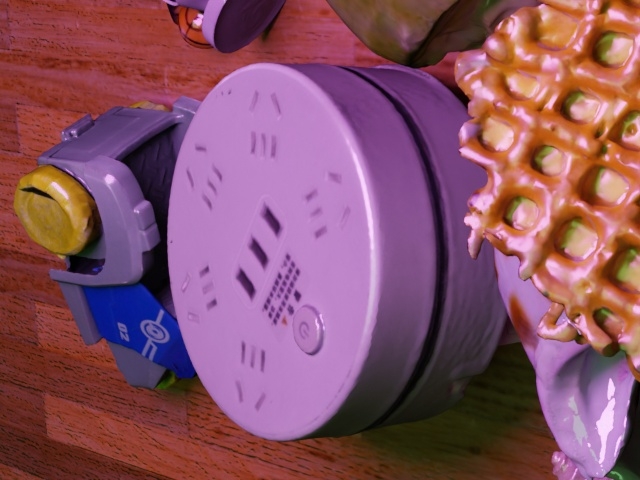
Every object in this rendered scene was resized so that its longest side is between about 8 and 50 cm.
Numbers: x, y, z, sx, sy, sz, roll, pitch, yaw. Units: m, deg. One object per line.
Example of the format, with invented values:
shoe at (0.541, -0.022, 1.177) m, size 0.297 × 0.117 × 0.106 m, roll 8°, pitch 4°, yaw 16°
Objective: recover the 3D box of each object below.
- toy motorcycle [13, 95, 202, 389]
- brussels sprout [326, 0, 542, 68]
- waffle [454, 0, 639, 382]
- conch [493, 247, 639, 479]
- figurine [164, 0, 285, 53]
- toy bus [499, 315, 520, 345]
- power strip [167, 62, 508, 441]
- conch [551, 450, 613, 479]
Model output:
toy motorcycle at (-0.164, 0.026, 1.414) m, size 0.200 × 0.191 × 0.326 m, roll 6°, pitch 123°, yaw 33°
brussels sprout at (0.142, -0.291, 0.995) m, size 0.371 × 0.276 × 0.314 m, roll -11°, pitch 100°, yaw 39°
waffle at (0.235, -0.052, 0.847) m, size 0.329 × 0.062 × 0.329 m, roll 1°, pitch 92°, yaw 22°
conch at (0.257, -0.013, 0.999) m, size 0.249 × 0.197 × 0.368 m, roll 25°, pitch 107°, yaw -13°
figurine at (-0.149, -0.291, 1.319) m, size 0.236 × 0.133 × 0.176 m, roll 40°, pitch 144°, yaw 14°
toy bus at (0.190, 0.061, 1.189) m, size 0.203 × 0.090 × 0.063 m, roll -14°, pitch 84°, yaw 39°
power strip at (0.000, 0.000, 1.213) m, size 0.357 × 0.161 × 0.357 m, roll 7°, pitch 98°, yaw 55°
conch at (0.309, 0.224, 1.109) m, size 0.245 × 0.178 × 0.163 m, roll 30°, pitch 82°, yaw -3°
